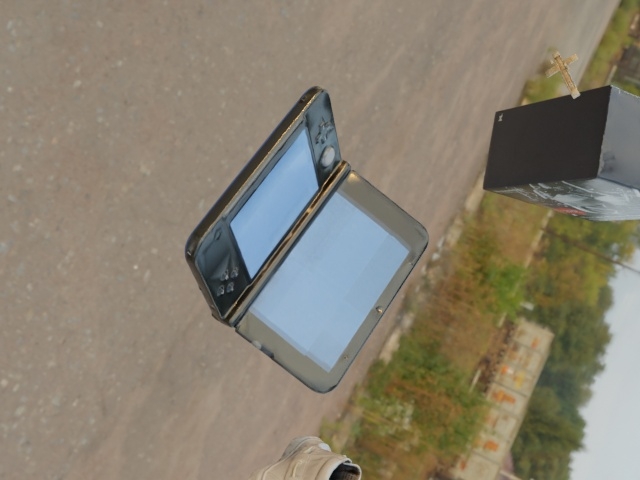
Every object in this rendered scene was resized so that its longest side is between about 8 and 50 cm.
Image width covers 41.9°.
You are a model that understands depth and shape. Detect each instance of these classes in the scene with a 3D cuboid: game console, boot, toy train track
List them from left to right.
[{"bbox_3d":[0.000,0.000,1.065,0.293,0.173,0.250,-55,155,-24],"label":"game console"},{"bbox_3d":[0.001,0.336,1.181,0.258,0.123,0.095,-6,89,-71],"label":"boot"},{"bbox_3d":[0.336,-0.231,1.150,0.048,0.083,0.014,-31,144,25],"label":"toy train track"}]

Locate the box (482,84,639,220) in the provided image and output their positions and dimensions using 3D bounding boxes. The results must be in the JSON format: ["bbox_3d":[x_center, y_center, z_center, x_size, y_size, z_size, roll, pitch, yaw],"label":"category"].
[{"bbox_3d":[0.561,-0.159,1.682,0.343,0.312,0.179,-2,-105,65],"label":"box"}]
